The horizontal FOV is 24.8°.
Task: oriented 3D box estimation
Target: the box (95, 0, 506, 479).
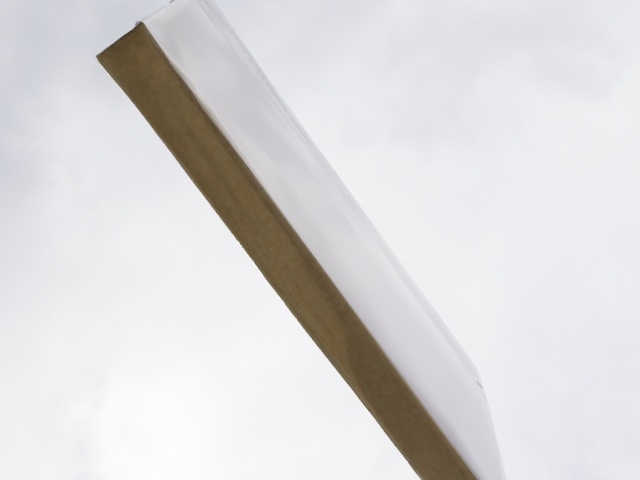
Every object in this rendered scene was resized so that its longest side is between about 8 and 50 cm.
[{"bbox_3d":[0.000,0.000,0.523,0.021,0.201,0.164,-34,-170,9],"label":"box"}]
